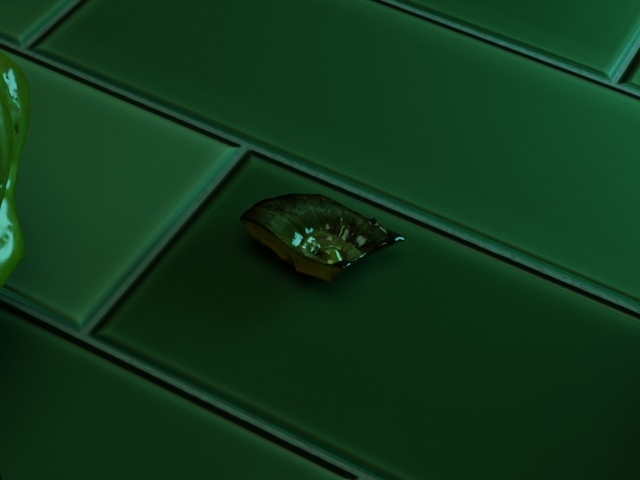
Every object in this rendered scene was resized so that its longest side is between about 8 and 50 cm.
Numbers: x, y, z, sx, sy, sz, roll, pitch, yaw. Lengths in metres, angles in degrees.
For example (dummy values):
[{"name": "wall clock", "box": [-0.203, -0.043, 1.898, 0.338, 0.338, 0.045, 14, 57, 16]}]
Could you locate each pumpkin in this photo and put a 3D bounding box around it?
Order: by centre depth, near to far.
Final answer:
[{"name": "pumpkin", "box": [0.000, -0.001, 0.988, 0.101, 0.035, 0.073, 28, 41, 25]}]

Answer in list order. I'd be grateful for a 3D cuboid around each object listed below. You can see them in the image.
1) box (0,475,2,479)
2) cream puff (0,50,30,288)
[{"name": "box", "box": [-0.320, 0.208, 0.619, 0.339, 0.229, 0.239, 11, 39, -1]}, {"name": "cream puff", "box": [-0.366, -0.036, 0.870, 0.378, 0.275, 0.378, 2, 76, -9]}]
